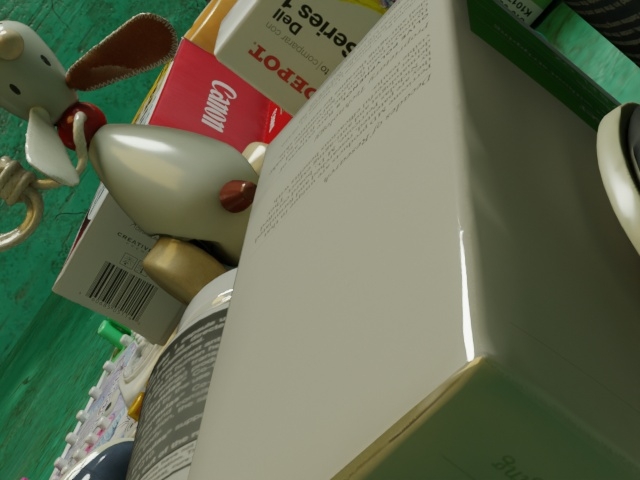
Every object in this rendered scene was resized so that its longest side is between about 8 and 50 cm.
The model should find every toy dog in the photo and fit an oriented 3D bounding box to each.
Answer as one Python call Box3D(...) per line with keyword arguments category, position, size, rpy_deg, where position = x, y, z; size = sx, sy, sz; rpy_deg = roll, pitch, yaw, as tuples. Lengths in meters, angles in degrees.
Box3D(category="toy dog", position=(-0.157, -0.076, 1.054), size=(0.161, 0.334, 0.220), rpy_deg=(121, 165, -70))

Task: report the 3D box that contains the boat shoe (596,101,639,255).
Box3D(category="boat shoe", position=(0.182, 0.019, 0.390), size=(0.113, 0.127, 0.340), rpy_deg=(-46, 18, 22))

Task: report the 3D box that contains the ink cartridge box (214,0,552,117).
Box3D(category="ink cartridge box", position=(0.067, -0.219, 1.107), size=(0.278, 0.201, 0.117), rpy_deg=(-48, 16, 19))

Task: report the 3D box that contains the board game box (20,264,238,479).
Box3D(category="board game box", position=(-0.201, 0.126, 1.435), size=(0.390, 0.050, 0.390), rpy_deg=(-40, 20, 40))

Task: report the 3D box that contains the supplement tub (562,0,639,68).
Box3D(category="supplement tub", position=(0.175, -0.177, 0.559), size=(0.191, 0.272, 0.191), rpy_deg=(-48, 16, 18))

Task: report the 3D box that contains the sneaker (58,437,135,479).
Box3D(category="sneaker", position=(-0.136, 0.269, 0.812), size=(0.148, 0.131, 0.350), rpy_deg=(-32, 31, 38))

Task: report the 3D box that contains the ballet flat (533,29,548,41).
Box3D(category="ballet flat", position=(0.133, -0.075, 0.890), size=(0.070, 0.070, 0.188), rpy_deg=(-39, 19, 43))

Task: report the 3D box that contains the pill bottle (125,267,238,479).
Box3D(category="pill bottle", position=(-0.025, 0.128, 0.696), size=(0.161, 0.161, 0.283), rpy_deg=(-49, 16, 18))

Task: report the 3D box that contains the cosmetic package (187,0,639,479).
Box3D(category="cosmetic package", position=(0.075, 0.044, 0.521), size=(0.155, 0.197, 0.365), rpy_deg=(-46, 18, 23))

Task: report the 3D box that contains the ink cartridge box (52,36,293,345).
Box3D(category="ink cartridge box", position=(-0.140, -0.090, 1.320), size=(0.272, 0.130, 0.309), rpy_deg=(-56, 13, 21))

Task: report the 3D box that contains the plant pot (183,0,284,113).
Box3D(category="plant pot", position=(-0.078, -0.206, 1.536), size=(0.205, 0.188, 0.205), rpy_deg=(-48, 16, 19))
